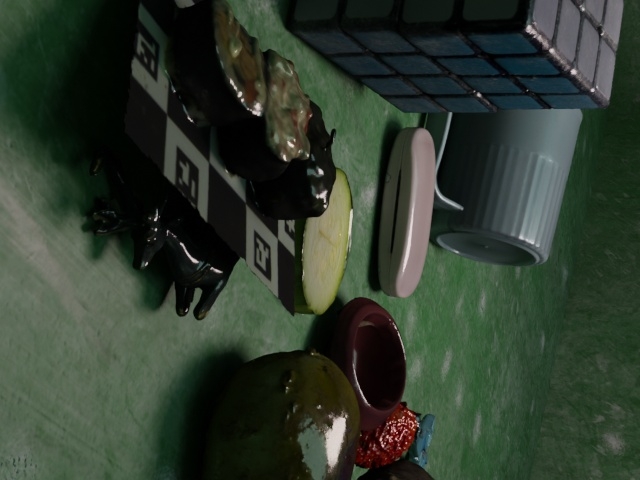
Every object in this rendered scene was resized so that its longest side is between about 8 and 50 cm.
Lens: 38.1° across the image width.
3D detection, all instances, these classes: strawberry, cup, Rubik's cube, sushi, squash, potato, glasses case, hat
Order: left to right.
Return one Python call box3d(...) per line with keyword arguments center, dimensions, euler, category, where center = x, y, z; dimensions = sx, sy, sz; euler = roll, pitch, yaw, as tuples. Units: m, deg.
box3d(center=(-0.052, -0.135, 0.964), dimensions=(0.373, 0.100, 0.296), euler=(54, 30, -53), category="sushi")
box3d(center=(-0.050, 0.281, 1.133), dimensions=(0.210, 0.173, 0.307), euler=(18, 78, -68), category="potato")
box3d(center=(-0.005, -0.001, 1.327), dimensions=(0.219, 0.041, 0.219), euler=(8, 90, -71), category="squash")
box3d(center=(0.059, 0.193, 1.442), dimensions=(0.205, 0.089, 0.205), euler=(20, 65, -51), category="hat")
box3d(center=(0.085, 0.304, 1.511), dimensions=(0.148, 0.131, 0.131), euler=(0, 97, -64), category="strawberry")
box3d(center=(0.150, -0.048, 1.605), dimensions=(0.113, 0.075, 0.296), euler=(2, 95, -65), category="glasses case")
box3d(center=(0.204, -0.379, 1.253), dimensions=(0.344, 0.337, 0.343), euler=(18, 80, -54), category="Rubik's cube")
box3d(center=(0.351, -0.135, 1.813), dimensions=(0.331, 0.257, 0.311), euler=(41, 61, -64), category="cup")

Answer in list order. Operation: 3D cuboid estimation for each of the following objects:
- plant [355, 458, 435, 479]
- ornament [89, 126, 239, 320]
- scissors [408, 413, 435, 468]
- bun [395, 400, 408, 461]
box3d(center=(0.102, 0.474, 1.469), dimensions=(0.188, 0.199, 0.276), euler=(54, 22, 6), category="plant")
box3d(center=(-0.143, -0.052, 0.941), dimensions=(0.236, 0.080, 0.202), euler=(54, 48, -56), category="ornament")
box3d(center=(0.186, 0.400, 1.798), dimensions=(0.393, 0.032, 0.180), euler=(70, 34, -67), category="scissors")
box3d(center=(0.118, 0.339, 1.654), dimensions=(0.115, 0.069, 0.115), euler=(14, 90, -84), category="bun")
